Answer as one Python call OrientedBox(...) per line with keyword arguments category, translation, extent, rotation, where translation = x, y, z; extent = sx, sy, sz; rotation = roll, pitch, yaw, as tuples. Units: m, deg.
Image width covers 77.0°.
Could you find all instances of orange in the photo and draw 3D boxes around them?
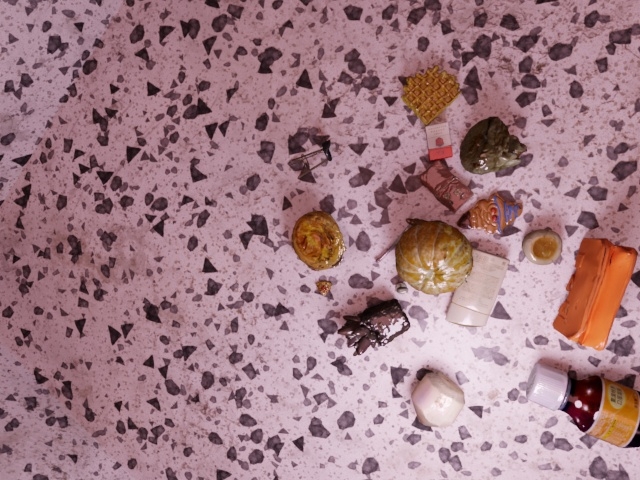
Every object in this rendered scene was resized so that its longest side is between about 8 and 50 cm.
OrientedBox(category="orange", translation=(0.473, 0.077, 1.700), extent=(0.330, 0.249, 0.328), rotation=(10, 122, 16))

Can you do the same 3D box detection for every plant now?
OrientedBox(category="plant", translation=(0.235, 0.390, 1.829), extent=(0.321, 0.181, 0.193), rotation=(-30, 86, 8))

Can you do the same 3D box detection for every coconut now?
OrientedBox(category="coconut", translation=(0.510, 0.711, 1.765), extent=(0.224, 0.224, 0.233), rotation=(34, 87, 9))

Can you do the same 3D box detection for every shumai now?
OrientedBox(category="shumai", translation=(0.728, -0.378, 1.695), extent=(0.219, 0.189, 0.255), rotation=(18, 81, -6))

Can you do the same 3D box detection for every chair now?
OrientedBox(category="chair", translation=(-0.032, -0.383, 1.897), extent=(0.222, 0.104, 0.095), rotation=(-25, 113, 18))

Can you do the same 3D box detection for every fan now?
OrientedBox(category="fan", translation=(0.363, 0.010, 1.857), extent=(0.057, 0.023, 0.282), rotation=(43, 101, -1))

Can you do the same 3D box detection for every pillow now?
OrientedBox(category="pillow", translation=(0.556, -0.241, 1.788), extent=(0.232, 0.043, 0.126), rotation=(45, 102, 8))

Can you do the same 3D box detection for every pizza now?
OrientedBox(category="pizza", translation=(0.019, 0.235, 1.945), extent=(0.084, 0.025, 0.077), rotation=(-6, 89, 12))

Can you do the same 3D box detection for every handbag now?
OrientedBox(category="handbag", translation=(1.051, 0.196, 1.566), extent=(0.116, 0.303, 0.409), rotation=(17, 95, 13))

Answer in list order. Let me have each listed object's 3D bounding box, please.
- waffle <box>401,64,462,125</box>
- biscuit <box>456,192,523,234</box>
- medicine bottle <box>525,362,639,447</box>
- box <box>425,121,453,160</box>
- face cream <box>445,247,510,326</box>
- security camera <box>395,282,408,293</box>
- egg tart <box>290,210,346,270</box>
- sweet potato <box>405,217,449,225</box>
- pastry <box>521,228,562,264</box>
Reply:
OrientedBox(category="waffle", translation=(0.480, -0.664, 1.775), extent=(0.229, 0.057, 0.219), rotation=(-43, 83, 11))
OrientedBox(category="biscuit", translation=(0.740, -0.110, 1.759), extent=(0.281, 0.043, 0.183), rotation=(-14, 87, 10))
OrientedBox(category="medicine bottle", translation=(1.057, 0.653, 1.622), extent=(0.396, 0.242, 0.242), rotation=(15, 96, 18))
OrientedBox(category="box", translation=(0.525, -0.437, 1.783), extent=(0.100, 0.048, 0.151), rotation=(-9, 89, 15))
OrientedBox(category="face cream", translation=(0.686, 0.218, 1.762), extent=(0.174, 0.081, 0.347), rotation=(18, 97, 12))
OrientedBox(category="security camera", translation=(0.370, 0.225, 1.830), extent=(0.058, 0.092, 0.058), rotation=(1, 94, 11))
OrientedBox(category="egg tart", translation=(0.000, 0.000, 1.896), extent=(0.298, 0.132, 0.296), rotation=(6, 106, 22))
OrientedBox(category="sweet potato", translation=(0.515, -0.057, 1.791), extent=(0.270, 0.075, 0.074), rotation=(22, 98, 12))
OrientedBox(category="pastry", translation=(0.931, 0.026, 1.692), extent=(0.157, 0.092, 0.156), rotation=(1, 94, 16))
